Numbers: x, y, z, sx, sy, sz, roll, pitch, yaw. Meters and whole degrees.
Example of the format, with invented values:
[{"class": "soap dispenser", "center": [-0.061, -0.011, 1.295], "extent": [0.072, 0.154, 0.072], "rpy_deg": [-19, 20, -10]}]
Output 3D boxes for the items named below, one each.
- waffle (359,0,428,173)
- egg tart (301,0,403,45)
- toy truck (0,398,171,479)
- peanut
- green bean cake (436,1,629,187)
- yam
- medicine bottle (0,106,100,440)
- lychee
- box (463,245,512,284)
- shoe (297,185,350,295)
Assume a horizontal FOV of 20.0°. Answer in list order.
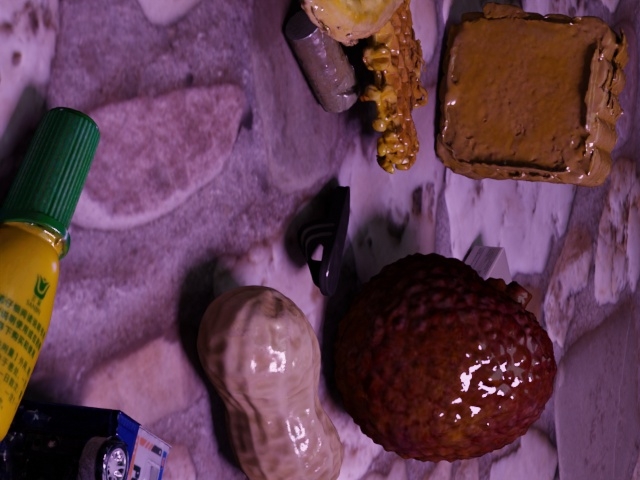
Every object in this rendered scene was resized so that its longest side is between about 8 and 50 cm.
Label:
[{"class": "waffle", "center": [0.084, -0.196, 2.115], "extent": [0.231, 0.051, 0.229], "rpy_deg": [-54, 142, -71]}, {"class": "egg tart", "center": [0.006, -0.363, 1.919], "extent": [0.315, 0.120, 0.315], "rpy_deg": [-17, 109, -62]}, {"class": "toy truck", "center": [-0.225, 0.285, 1.586], "extent": [0.155, 0.124, 0.268], "rpy_deg": [45, 53, -60]}, {"class": "peanut", "center": [-0.047, 0.165, 1.905], "extent": [0.136, 0.120, 0.298], "rpy_deg": [-51, 139, -40]}, {"class": "green bean cake", "center": [0.277, -0.183, 2.344], "extent": [0.131, 0.229, 0.224], "rpy_deg": [15, 83, -68]}, {"class": "yam", "center": [0.004, -0.198, 2.019], "extent": [0.132, 0.054, 0.054], "rpy_deg": [61, 42, -44]}, {"class": "medicine bottle", "center": [-0.258, 0.025, 1.538], "extent": [0.111, 0.076, 0.309], "rpy_deg": [56, 47, -52]}, {"class": "lychee", "center": [0.146, 0.143, 2.130], "extent": [0.260, 0.260, 0.261], "rpy_deg": [-13, 105, -60]}, {"class": "box", "center": [0.216, 0.097, 2.446], "extent": [0.130, 0.051, 0.129], "rpy_deg": [-55, 139, -43]}, {"class": "shoe", "center": [0.000, 0.000, 2.049], "extent": [0.179, 0.049, 0.071], "rpy_deg": [-77, 168, -54]}]
